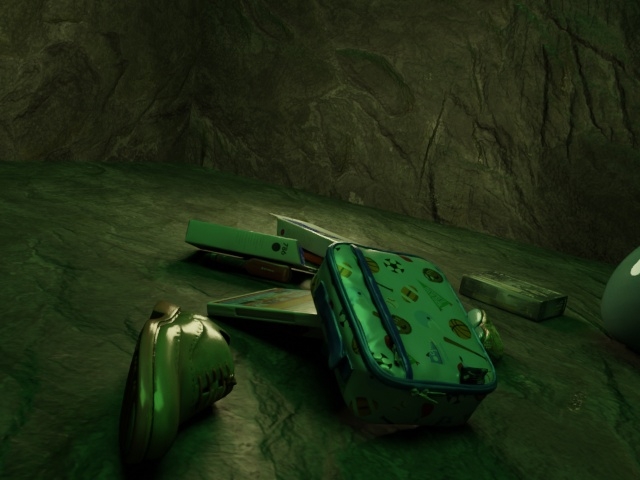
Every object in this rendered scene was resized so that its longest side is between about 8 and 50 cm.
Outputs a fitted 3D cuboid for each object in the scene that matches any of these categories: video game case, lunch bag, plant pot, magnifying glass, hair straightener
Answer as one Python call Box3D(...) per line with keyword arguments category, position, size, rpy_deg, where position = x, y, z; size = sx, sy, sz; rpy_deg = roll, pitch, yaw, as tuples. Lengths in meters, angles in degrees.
Box3D(category="video game case", position=(-0.037, 0.120, 1.115), size=(0.285, 0.025, 0.204), rpy_deg=(1, 5, 36))
Box3D(category="lunch bag", position=(0.112, 0.135, 0.906), size=(0.243, 0.115, 0.303), rpy_deg=(13, 34, -27))
Box3D(category="plant pot", position=(0.777, 0.152, 1.413), size=(0.290, 0.291, 0.195), rpy_deg=(6, -24, -25))
Box3D(category="magnifying glass", position=(-0.080, 0.029, 1.735), size=(0.230, 0.026, 0.092), rpy_deg=(17, 12, 35))
Box3D(category="hair straightener", position=(-0.177, 0.065, 1.443), size=(0.230, 0.047, 0.089), rpy_deg=(7, -6, 10))

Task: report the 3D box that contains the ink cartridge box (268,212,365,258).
Box3D(category="ink cartridge box", position=(0.000, 0.000, 1.780), size=(0.175, 0.069, 0.370), rpy_deg=(13, 9, -37))

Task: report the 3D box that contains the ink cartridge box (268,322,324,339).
Box3D(category="ink cartridge box", position=(-0.007, 0.145, 1.168), size=(0.179, 0.045, 0.145), rpy_deg=(12, 10, -6))

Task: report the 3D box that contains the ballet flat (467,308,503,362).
Box3D(category="ballet flat", position=(0.328, 0.196, 1.223), size=(0.067, 0.073, 0.206), rpy_deg=(39, 16, 1))

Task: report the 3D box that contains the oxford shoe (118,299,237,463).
Box3D(category="oxford shoe", position=(-0.163, 0.159, 0.750), size=(0.130, 0.123, 0.348), rpy_deg=(15, 11, -10))

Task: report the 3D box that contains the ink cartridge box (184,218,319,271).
Box3D(category="ink cartridge box", position=(-0.152, 0.019, 1.501), size=(0.332, 0.065, 0.165), rpy_deg=(13, -7, 4))

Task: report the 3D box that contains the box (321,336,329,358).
Box3D(category="box", position=(0.128, 0.180, 1.071), size=(0.244, 0.060, 0.100), rpy_deg=(2, 13, -37))

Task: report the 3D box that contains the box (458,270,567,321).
Box3D(category="box", position=(0.521, 0.145, 1.643), size=(0.230, 0.056, 0.183), rpy_deg=(20, 15, 39))
